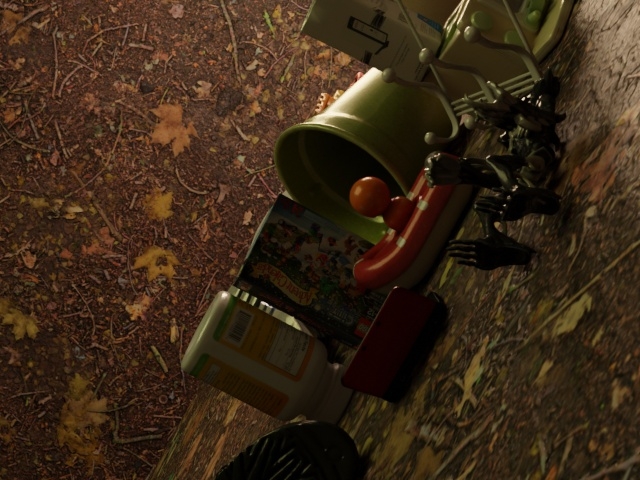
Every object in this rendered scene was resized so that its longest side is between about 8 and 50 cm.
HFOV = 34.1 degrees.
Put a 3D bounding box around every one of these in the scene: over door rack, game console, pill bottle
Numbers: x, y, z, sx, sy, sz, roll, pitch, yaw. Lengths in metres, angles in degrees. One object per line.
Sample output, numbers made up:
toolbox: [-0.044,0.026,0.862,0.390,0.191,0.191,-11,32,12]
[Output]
over door rack: [0.167,-0.303,1.428,0.108,0.324,0.239,-19,3,-26]
game console: [0.089,0.123,1.327,0.144,0.085,0.124,-60,7,8]
pill bottle: [-0.075,0.190,1.583,0.136,0.245,0.136,-60,7,12]

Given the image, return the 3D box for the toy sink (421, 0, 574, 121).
toy sink: [0.264,-0.318,1.569,0.153,0.131,0.234,-66,8,-29]

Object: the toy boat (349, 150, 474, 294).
toy boat: [0.110,-0.039,1.518,0.231,0.151,0.151,-61,7,5]

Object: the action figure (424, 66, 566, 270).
action figure: [0.201,-0.100,1.173,0.276,0.140,0.164,-73,1,-50]

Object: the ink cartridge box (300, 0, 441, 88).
ink cartridge box: [0.082,-0.333,1.634,0.148,0.203,0.086,-71,7,-66]

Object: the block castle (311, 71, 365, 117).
block castle: [0.034,-0.158,2.274,0.303,0.212,0.453,-57,8,32]

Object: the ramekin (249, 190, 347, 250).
ramekin: [0.000,0.000,1.965,0.273,0.127,0.273,-35,32,26]

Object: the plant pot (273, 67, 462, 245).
plant pot: [0.104,-0.166,1.760,0.254,0.276,0.276,-52,1,-30]

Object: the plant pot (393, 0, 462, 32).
plant pot: [0.220,-0.474,2.106,0.284,0.284,0.191,138,123,-70]

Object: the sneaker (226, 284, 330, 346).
sneaker: [-0.038,0.181,1.878,0.127,0.182,0.315,-62,36,11]

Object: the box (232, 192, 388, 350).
box: [0.002,0.051,1.614,0.159,0.233,0.044,-66,8,-27]

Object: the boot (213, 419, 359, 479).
boot: [-0.064,0.338,1.442,0.348,0.131,0.260,-37,-7,19]
